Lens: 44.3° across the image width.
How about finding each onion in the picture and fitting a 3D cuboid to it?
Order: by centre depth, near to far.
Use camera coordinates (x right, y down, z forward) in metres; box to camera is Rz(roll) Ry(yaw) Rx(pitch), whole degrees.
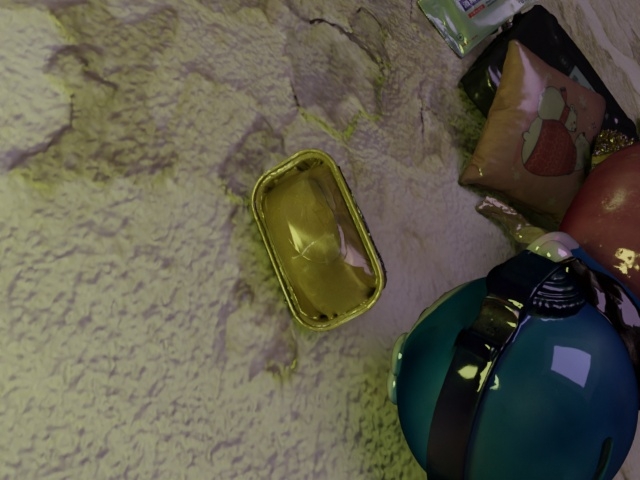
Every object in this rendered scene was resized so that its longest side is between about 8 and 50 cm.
[{"bbox_3d":[0.432,0.037,1.044,0.358,0.358,0.345,30,2,-27],"label":"onion"}]

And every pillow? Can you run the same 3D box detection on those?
[{"bbox_3d":[0.326,-0.153,1.173,0.223,0.084,0.236,24,80,-27],"label":"pillow"}]

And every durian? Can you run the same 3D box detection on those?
[{"bbox_3d":[0.470,-0.093,1.204,0.188,0.091,0.148,1,96,-58],"label":"durian"}]

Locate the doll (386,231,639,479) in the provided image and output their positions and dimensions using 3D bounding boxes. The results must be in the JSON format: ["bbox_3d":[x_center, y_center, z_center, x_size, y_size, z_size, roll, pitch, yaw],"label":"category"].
[{"bbox_3d":[0.205,0.136,0.783,0.240,0.284,0.310,26,28,37],"label":"doll"}]

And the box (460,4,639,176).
[{"bbox_3d":[0.416,-0.223,1.368,0.350,0.091,0.359,48,45,-8],"label":"box"}]

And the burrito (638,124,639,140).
[{"bbox_3d":[0.729,-0.232,1.722,0.064,0.064,0.203,45,40,-10],"label":"burrito"}]

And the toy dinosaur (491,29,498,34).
[{"bbox_3d":[0.292,-0.431,1.390,0.059,0.096,0.132,-32,118,-50],"label":"toy dinosaur"}]

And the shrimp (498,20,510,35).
[{"bbox_3d":[0.323,-0.430,1.484,0.127,0.025,0.091,13,55,-43],"label":"shrimp"}]

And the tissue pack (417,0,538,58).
[{"bbox_3d":[0.272,-0.408,1.331,0.193,0.026,0.122,-38,103,-8],"label":"tissue pack"}]

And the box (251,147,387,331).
[{"bbox_3d":[0.000,0.000,0.786,0.111,0.111,0.177,-5,66,-47],"label":"box"}]
